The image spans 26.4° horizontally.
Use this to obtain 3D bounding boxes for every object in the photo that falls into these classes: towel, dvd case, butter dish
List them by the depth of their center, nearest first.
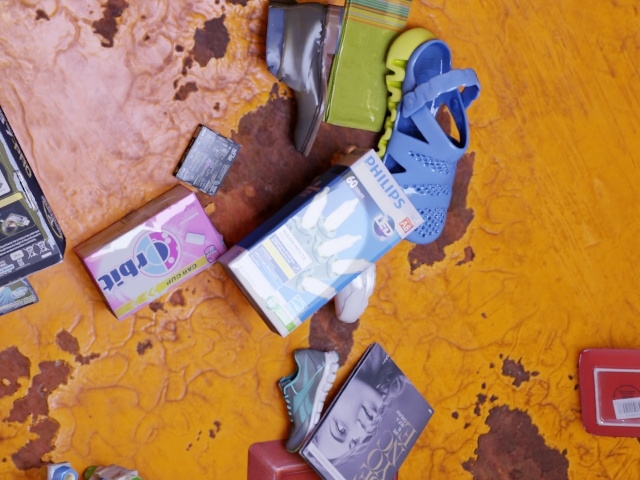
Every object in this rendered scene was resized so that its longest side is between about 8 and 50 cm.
[{"bbox_3d":[0.072,-0.279,1.969,0.102,0.021,0.237,8,101,-25],"label":"towel"},{"bbox_3d":[0.075,0.291,2.079,0.164,0.018,0.221,51,58,-24],"label":"dvd case"},{"bbox_3d":[0.518,0.238,2.268,0.160,0.118,0.160,-1,107,19],"label":"butter dish"}]

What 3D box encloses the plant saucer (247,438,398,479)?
[{"bbox_3d":[0.012,0.429,2.124,0.259,0.048,0.258,-4,105,-23],"label":"plant saucer"}]

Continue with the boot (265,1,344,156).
[{"bbox_3d":[-0.038,-0.232,1.917,0.106,0.082,0.219,11,105,-4],"label":"boot"}]

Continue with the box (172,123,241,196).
[{"bbox_3d":[-0.159,-0.112,1.911,0.067,0.018,0.083,27,92,-28],"label":"box"}]

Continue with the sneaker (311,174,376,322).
[{"bbox_3d":[0.018,0.007,1.997,0.115,0.090,0.232,-2,96,-17],"label":"sneaker"}]

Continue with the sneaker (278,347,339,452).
[{"bbox_3d":[-0.032,0.235,2.052,0.076,0.065,0.166,19,93,-11],"label":"sneaker"}]

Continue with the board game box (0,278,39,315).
[{"bbox_3d":[-0.492,0.021,1.773,0.194,0.060,0.194,-20,108,-14],"label":"board game box"}]

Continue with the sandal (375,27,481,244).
[{"bbox_3d":[0.158,-0.142,1.975,0.126,0.138,0.317,-13,113,-35],"label":"sandal"}]

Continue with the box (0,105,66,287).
[{"bbox_3d":[-0.553,-0.045,1.646,0.395,0.097,0.318,-24,110,-1],"label":"box"}]

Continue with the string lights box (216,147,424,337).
[{"bbox_3d":[0.000,0.000,1.902,0.260,0.077,0.133,-40,105,-10],"label":"string lights box"}]

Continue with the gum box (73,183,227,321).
[{"bbox_3d":[-0.231,0.013,1.888,0.188,0.062,0.107,-33,115,-14],"label":"gum box"}]

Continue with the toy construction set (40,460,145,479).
[{"bbox_3d":[-0.309,0.454,1.927,0.215,0.151,0.327,-19,122,-45],"label":"toy construction set"}]
